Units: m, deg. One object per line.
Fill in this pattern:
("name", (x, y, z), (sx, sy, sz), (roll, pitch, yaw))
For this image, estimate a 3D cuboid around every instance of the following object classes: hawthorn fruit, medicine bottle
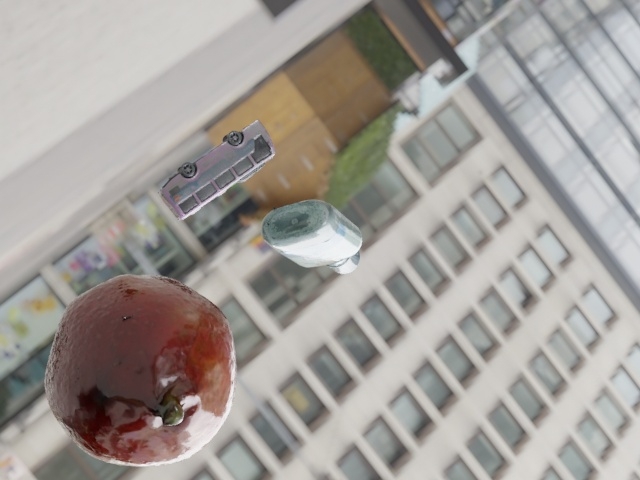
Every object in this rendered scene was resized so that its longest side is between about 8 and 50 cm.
("hawthorn fruit", (-0.146, 0.117, 1.167), (0.169, 0.169, 0.188), (-38, -146, -4))
("medicine bottle", (0.000, 0.000, 1.652), (0.090, 0.054, 0.208), (-16, 163, 14))

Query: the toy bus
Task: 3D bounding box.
("toy bus", (-0.107, -0.074, 1.450), (0.130, 0.052, 0.037), (-36, -176, -13))
